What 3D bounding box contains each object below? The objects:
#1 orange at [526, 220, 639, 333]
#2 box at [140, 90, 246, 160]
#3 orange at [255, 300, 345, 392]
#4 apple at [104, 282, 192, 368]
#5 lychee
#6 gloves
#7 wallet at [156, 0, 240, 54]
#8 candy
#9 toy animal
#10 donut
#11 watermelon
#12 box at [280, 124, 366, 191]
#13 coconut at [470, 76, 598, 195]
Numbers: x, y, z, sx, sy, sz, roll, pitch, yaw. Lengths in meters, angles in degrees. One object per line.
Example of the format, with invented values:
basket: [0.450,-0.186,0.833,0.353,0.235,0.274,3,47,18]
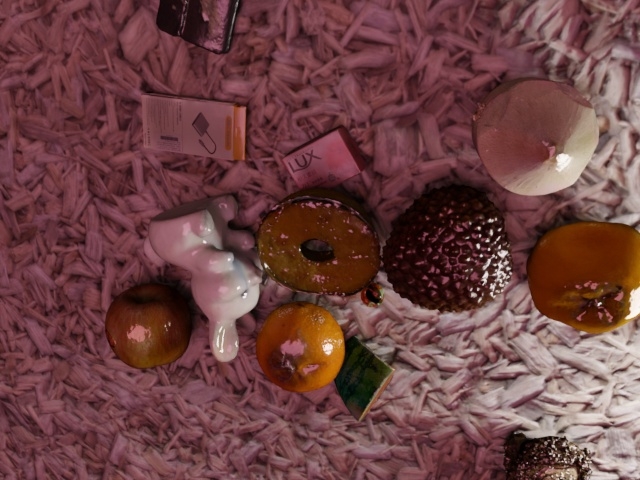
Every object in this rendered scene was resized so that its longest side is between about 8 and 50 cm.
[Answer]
orange: [0.531,0.071,1.174,0.249,0.183,0.249,5,114,11]
box: [-0.280,-0.254,1.325,0.247,0.033,0.129,10,113,10]
orange: [-0.048,0.257,1.405,0.224,0.170,0.224,6,114,15]
apple: [-0.419,0.210,1.457,0.211,0.211,0.187,6,114,12]
lychee: [0.247,0.025,1.186,0.268,0.267,0.267,5,113,12]
gloves: [0.524,0.573,1.413,0.210,0.135,0.312,20,115,5]
wallet: [-0.226,-0.551,1.181,0.170,0.044,0.321,22,116,2]
candy: [0.079,0.077,1.375,0.055,0.049,0.184,-40,90,-14]
toy animal: [-0.252,0.084,1.377,0.241,0.196,0.367,-22,104,29]
donut: [0.000,0.000,1.285,0.272,0.107,0.272,5,121,9]
watermelon: [0.081,0.339,1.454,0.146,0.128,0.231,38,119,17]
box: [0.008,-0.168,1.276,0.156,0.060,0.111,-26,102,22]
coconut: [0.386,-0.191,1.073,0.224,0.234,0.224,4,109,13]
